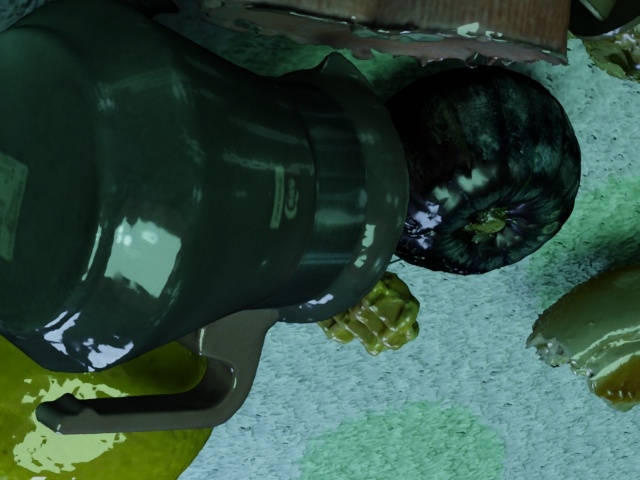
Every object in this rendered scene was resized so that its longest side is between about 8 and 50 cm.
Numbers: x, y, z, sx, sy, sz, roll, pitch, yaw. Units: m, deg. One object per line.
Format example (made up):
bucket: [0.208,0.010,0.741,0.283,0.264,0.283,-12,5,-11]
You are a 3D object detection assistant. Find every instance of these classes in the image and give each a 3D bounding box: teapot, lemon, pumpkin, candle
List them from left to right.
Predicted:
lemon: [-0.262,0.135,1.582,0.336,0.336,0.336,-5,132,-6]
teapot: [-0.125,-0.010,1.351,0.362,0.305,0.376,1,109,-44]
candle: [0.065,-0.225,1.360,0.317,0.287,0.131,9,89,8]
pumpkin: [0.148,-0.067,1.578,0.233,0.163,0.233,-10,143,-8]

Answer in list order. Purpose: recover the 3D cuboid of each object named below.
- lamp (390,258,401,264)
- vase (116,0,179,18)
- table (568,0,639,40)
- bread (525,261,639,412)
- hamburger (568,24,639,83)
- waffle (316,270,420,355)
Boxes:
lamp: [0.101,0.025,1.741,0.121,0.041,0.054,-34,121,15]
vase: [-0.212,-0.181,1.454,0.183,0.120,0.120,-42,128,4]
table: [0.215,-0.312,1.395,0.167,0.167,0.227,-40,118,23]
bread: [0.398,0.109,1.778,0.314,0.171,0.192,23,121,-29]
hamburger: [0.340,-0.207,1.466,0.124,0.262,0.131,40,78,-25]
waffle: [-0.001,0.000,1.583,0.056,0.249,0.253,-41,145,-31]
